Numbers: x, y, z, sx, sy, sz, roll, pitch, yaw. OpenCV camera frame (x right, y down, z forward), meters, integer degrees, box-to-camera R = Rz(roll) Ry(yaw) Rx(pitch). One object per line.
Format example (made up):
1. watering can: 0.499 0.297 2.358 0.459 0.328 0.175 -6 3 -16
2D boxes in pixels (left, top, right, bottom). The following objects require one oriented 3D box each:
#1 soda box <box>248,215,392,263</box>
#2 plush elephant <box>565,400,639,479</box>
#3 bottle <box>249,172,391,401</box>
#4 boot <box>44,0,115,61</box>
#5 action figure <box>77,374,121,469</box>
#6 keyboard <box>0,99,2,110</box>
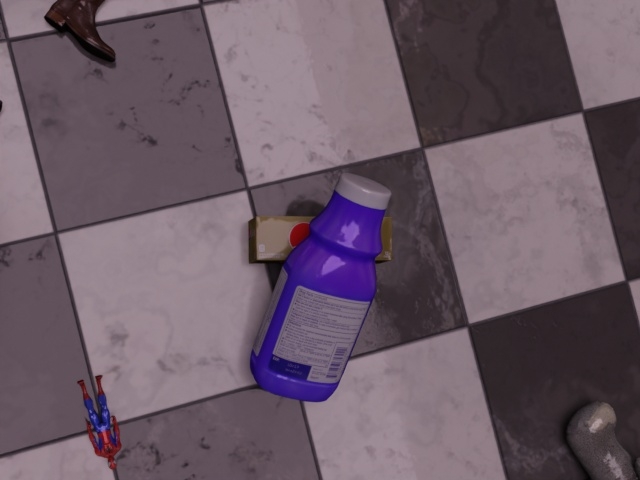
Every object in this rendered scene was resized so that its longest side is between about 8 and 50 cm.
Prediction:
1. soda box: 0.000 0.000 1.349 0.181 0.061 0.058 0 85 -14
2. plush elephant: 0.411 0.412 1.315 0.272 0.255 0.330 -43 96 -13
3. bottle: 0.006 0.058 1.279 0.118 0.092 0.283 13 107 -22
4. boot: -0.277 -0.298 1.323 0.106 0.037 0.114 35 74 -11
5. action figure: -0.270 0.226 1.284 0.038 0.030 0.115 -16 91 -19
6. keyboard: -0.539 -0.214 1.253 0.317 0.033 0.201 24 87 -11
